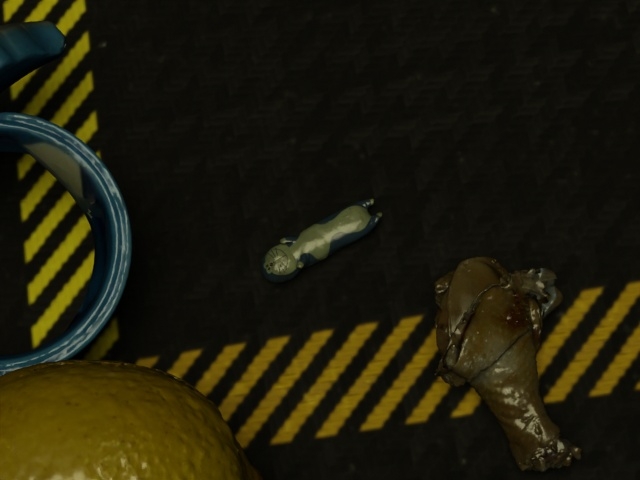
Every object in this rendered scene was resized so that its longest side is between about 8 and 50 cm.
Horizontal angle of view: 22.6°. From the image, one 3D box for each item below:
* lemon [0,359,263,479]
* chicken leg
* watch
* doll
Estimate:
[{"bbox_3d":[-0.200,0.226,1.335,0.310,0.258,0.258,4,76,-17],"label":"lemon"},{"bbox_3d":[0.161,0.109,1.417,0.125,0.080,0.196,-4,76,-6],"label":"chicken leg"},{"bbox_3d":[-0.282,-0.029,1.453,0.274,0.241,0.305,41,84,-2],"label":"watch"},{"bbox_3d":[0.000,0.000,1.488,0.125,0.027,0.037,-31,67,0],"label":"doll"}]
